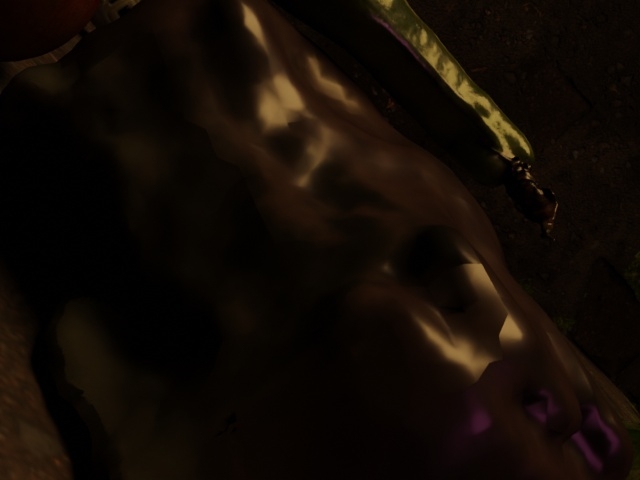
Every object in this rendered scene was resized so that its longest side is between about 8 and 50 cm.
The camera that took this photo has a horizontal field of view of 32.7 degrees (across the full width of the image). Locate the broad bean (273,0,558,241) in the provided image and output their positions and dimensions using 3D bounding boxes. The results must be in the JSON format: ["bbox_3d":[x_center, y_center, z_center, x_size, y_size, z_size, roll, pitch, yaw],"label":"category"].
[{"bbox_3d":[0.021,-0.125,0.601,0.318,0.056,0.098,44,7,3],"label":"broad bean"}]

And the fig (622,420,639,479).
[{"bbox_3d":[0.360,0.257,1.149,0.203,0.235,0.203,45,14,-15],"label":"fig"}]

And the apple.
[{"bbox_3d":[-0.234,-0.199,0.779,0.153,0.120,0.153,40,8,-7],"label":"apple"}]

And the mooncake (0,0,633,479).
[{"bbox_3d":[0.002,0.043,0.613,0.381,0.212,0.350,54,5,24],"label":"mooncake"}]

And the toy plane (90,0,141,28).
[{"bbox_3d":[-0.163,-0.195,1.144,0.286,0.108,0.092,57,6,-14],"label":"toy plane"}]
